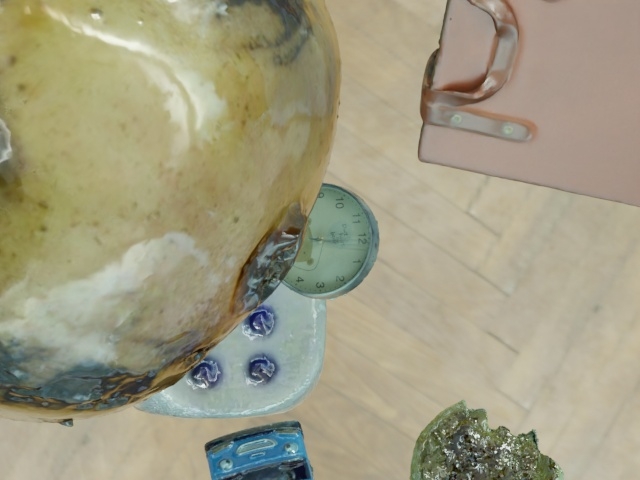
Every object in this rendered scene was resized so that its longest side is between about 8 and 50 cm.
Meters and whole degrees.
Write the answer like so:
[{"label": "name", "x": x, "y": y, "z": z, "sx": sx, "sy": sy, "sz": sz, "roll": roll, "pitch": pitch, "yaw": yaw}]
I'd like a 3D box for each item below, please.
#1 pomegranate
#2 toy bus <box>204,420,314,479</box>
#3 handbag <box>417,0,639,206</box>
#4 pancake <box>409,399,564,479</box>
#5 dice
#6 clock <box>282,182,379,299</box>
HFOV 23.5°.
[{"label": "pomegranate", "x": -0.135, "y": -0.057, "z": 0.825, "sx": 0.322, "sy": 0.322, "sz": 0.322, "roll": -2, "pitch": 98, "yaw": -15}, {"label": "toy bus", "x": -0.036, "y": 0.249, "z": 1.289, "sx": 0.090, "sy": 0.106, "sz": 0.184, "roll": -13, "pitch": 128, "yaw": -3}, {"label": "handbag", "x": 0.145, "y": -0.082, "z": 0.714, "sx": 0.190, "sy": 0.063, "sz": 0.127, "roll": 13, "pitch": 121, "yaw": 4}, {"label": "pancake", "x": 0.136, "y": 0.201, "z": 1.291, "sx": 0.129, "sy": 0.022, "sz": 0.116, "roll": 22, "pitch": 72, "yaw": 17}, {"label": "dice", "x": -0.107, "y": 0.068, "z": 1.536, "sx": 0.194, "sy": 0.192, "sz": 0.193, "roll": 0, "pitch": 98, "yaw": -18}, {"label": "clock", "x": 0.000, "y": 0.000, "z": 1.094, "sx": 0.085, "sy": 0.017, "sz": 0.085, "roll": -2, "pitch": 84, "yaw": 16}]
